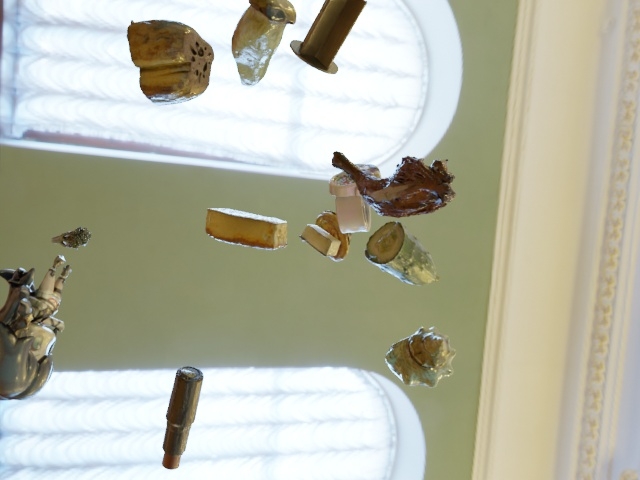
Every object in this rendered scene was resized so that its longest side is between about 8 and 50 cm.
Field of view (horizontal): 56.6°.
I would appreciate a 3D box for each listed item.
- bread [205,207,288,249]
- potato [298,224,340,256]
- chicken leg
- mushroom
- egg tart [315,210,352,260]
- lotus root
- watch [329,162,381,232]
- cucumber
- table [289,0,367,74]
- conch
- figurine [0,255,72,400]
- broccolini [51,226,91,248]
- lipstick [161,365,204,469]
[{"bbox_3d":[-0.263,-0.041,2.128,0.184,0.274,0.114,-11,114,-78],"label":"bread"},{"bbox_3d":[-0.002,-0.001,1.937,0.122,0.086,0.061,36,-77,22],"label":"potato"},{"bbox_3d":[0.159,-0.139,1.461,0.406,0.095,0.158,20,-70,48],"label":"chicken leg"},{"bbox_3d":[-0.143,-0.435,1.310,0.087,0.107,0.333,-70,-165,-16],"label":"mushroom"},{"bbox_3d":[0.067,-0.026,2.664,0.241,0.105,0.241,33,-46,42],"label":"egg tart"},{"bbox_3d":[-0.531,-0.634,2.104,0.316,0.249,0.317,-1,90,-73],"label":"lotus root"},{"bbox_3d":[0.147,-0.155,2.256,0.244,0.195,0.232,-72,152,-58],"label":"watch"},{"bbox_3d":[0.242,0.057,1.604,0.134,0.244,0.134,-32,-139,33],"label":"cucumber"},{"bbox_3d":[0.035,-0.621,1.708,0.227,0.167,0.167,-55,-145,30],"label":"table"},{"bbox_3d":[0.295,0.382,1.839,0.386,0.203,0.170,115,-5,-45],"label":"conch"},{"bbox_3d":[-0.573,0.167,1.126,0.175,0.196,0.265,52,26,-51],"label":"figurine"},{"bbox_3d":[-0.915,-0.009,2.140,0.202,0.068,0.091,-3,-116,26],"label":"broccolini"},{"bbox_3d":[-0.368,0.471,1.555,0.081,0.081,0.300,-130,-127,-62],"label":"lipstick"}]
